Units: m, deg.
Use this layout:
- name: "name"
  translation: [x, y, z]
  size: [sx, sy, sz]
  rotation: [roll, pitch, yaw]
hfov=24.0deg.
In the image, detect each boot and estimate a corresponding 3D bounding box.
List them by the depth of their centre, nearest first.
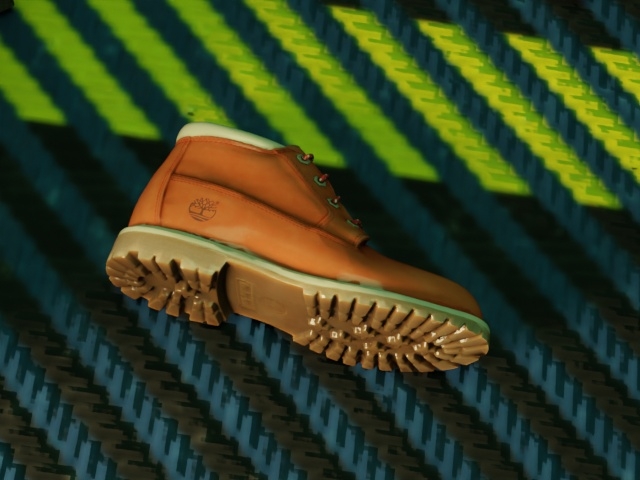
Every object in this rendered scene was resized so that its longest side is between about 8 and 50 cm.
- name: "boot"
  translation: [0.000, 0.000, 0.622]
  size: [0.158, 0.059, 0.085]
  rotation: [18, 60, 3]

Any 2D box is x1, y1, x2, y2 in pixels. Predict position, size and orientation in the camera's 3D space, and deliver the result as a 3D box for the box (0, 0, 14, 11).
- name: "box"
  translation: [-0.207, -0.224, 0.629]
  size: [0.059, 0.183, 0.233]
  rotation: [-25, 70, -17]
